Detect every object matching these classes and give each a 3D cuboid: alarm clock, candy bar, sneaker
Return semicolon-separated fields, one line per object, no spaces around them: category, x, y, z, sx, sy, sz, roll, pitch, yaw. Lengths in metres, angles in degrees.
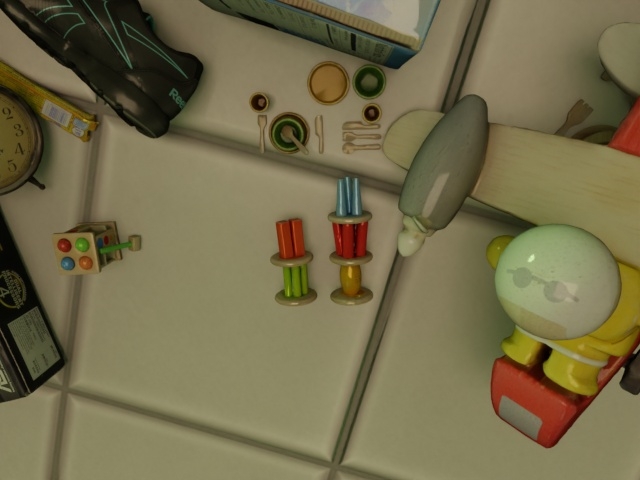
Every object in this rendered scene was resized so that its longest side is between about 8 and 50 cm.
alarm clock;-0.393;-0.133;0.568;0.064;0.129;0.192;14;120;35
candy bar;-0.342;-0.172;0.611;0.161;0.018;0.040;30;109;-3
sneaker;-0.251;-0.230;0.561;0.267;0.101;0.106;40;83;-5

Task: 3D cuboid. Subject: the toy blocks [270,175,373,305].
toy blocks;0.000;0.000;0.604;0.123;0.054;0.148;-1;105;6

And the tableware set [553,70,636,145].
tableware set;0.341;-0.122;0.543;0.128;0.039;0.194;36;106;-4

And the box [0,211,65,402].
box;-0.557;0.040;0.653;0.318;0.097;0.395;-15;103;8

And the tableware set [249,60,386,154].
tableware set;-0.003;-0.149;0.580;0.154;0.024;0.104;0;105;6

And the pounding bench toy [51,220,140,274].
pounding bench toy;-0.274;0.009;0.629;0.083;0.065;0.052;-2;105;6

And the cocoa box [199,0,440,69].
cocoa box;0.029;-0.346;0.413;0.228;0.231;0.347;19;106;-1

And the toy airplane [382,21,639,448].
toy airplane;0.248;-0.007;0.429;0.386;0.272;0.384;-27;81;46
